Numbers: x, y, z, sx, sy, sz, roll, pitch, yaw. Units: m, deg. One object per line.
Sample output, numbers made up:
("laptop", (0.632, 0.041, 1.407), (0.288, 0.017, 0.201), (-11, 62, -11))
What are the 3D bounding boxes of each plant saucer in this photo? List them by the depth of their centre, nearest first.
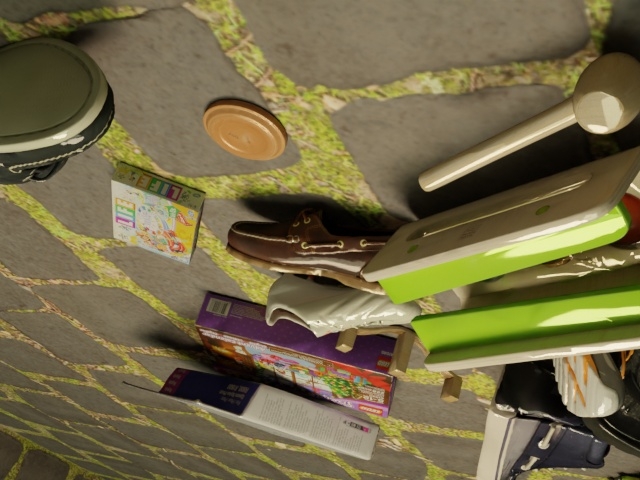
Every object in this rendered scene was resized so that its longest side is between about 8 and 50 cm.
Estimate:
("plant saucer", (-0.073, -0.103, 0.755), (0.084, 0.013, 0.083), (15, 152, 8))

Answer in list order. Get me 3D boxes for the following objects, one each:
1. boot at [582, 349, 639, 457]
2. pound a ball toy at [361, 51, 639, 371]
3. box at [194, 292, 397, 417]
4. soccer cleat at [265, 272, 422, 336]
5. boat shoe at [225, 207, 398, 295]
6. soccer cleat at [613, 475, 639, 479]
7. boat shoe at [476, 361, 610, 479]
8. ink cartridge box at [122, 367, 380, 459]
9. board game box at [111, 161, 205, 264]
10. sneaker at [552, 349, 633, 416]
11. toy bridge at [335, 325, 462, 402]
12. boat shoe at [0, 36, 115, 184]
("boot", (0.468, 0.187, 0.828), (0.348, 0.131, 0.260), (16, 152, 5))
("pound a ball toy", (0.176, -0.020, 0.667), (0.319, 0.136, 0.208), (-21, 108, 51))
("box", (-0.029, 0.178, 1.189), (0.293, 0.057, 0.201), (13, 153, 10))
("soccer cleat", (0.026, 0.088, 0.973), (0.196, 0.076, 0.068), (7, 150, 20))
("boat shoe", (0.000, 0.000, 0.850), (0.207, 0.073, 0.073), (10, 114, 8))
("soccer cleat", (0.555, 0.420, 1.242), (0.121, 0.093, 0.289), (20, 153, -13))
("boat shoe", (0.314, 0.287, 1.102), (0.158, 0.127, 0.340), (17, 153, 19))
("ink cartridge box", (-0.123, 0.274, 1.326), (0.330, 0.071, 0.324), (28, 162, -29))
("board game box", (-0.197, -0.028, 0.950), (0.103, 0.026, 0.154), (20, 152, -3))
("sneaker", (0.264, 0.095, 0.756), (0.083, 0.215, 0.084), (0, 112, 8))
("toy bridge", (0.108, 0.149, 1.048), (0.188, 0.063, 0.026), (28, 151, -14))
("boat shoe", (-0.299, -0.107, 0.764), (0.340, 0.127, 0.113), (1, 149, 33))
